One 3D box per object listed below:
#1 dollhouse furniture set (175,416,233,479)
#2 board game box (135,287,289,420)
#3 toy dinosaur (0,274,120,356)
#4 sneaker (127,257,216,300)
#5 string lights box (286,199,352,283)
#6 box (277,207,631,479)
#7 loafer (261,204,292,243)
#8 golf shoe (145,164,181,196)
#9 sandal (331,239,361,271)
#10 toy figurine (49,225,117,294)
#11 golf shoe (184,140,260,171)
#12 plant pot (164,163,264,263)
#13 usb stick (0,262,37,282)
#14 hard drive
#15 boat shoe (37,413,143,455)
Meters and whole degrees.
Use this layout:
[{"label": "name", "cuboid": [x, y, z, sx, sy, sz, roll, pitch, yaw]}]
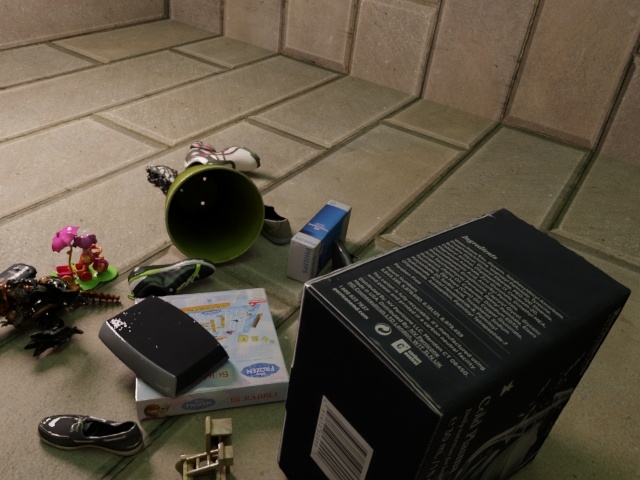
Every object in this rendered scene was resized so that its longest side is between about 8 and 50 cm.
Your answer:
[{"label": "dollhouse furniture set", "cuboid": [-0.199, 0.425, 0.965, 0.101, 0.161, 0.182, 0, 34, -12]}, {"label": "board game box", "cuboid": [-0.257, 0.243, 1.302, 0.318, 0.066, 0.318, -3, 36, -15]}, {"label": "toy dinosaur", "cuboid": [-0.639, 0.132, 1.326, 0.321, 0.165, 0.218, -20, 28, -29]}, {"label": "sneaker", "cuboid": [-0.382, 0.115, 1.480, 0.234, 0.084, 0.097, -10, 62, -23]}, {"label": "string lights box", "cuboid": [0.000, 0.000, 1.651, 0.076, 0.133, 0.260, 22, 36, 17]}, {"label": "box", "cuboid": [0.211, 0.257, 1.011, 0.471, 0.480, 0.297, -20, 45, -34]}, {"label": "loafer", "cuboid": [-0.179, -0.083, 1.776, 0.251, 0.088, 0.094, 31, 40, 30]}, {"label": "golf shoe", "cuboid": [-0.502, -0.206, 1.903, 0.093, 0.077, 0.198, -21, 45, -36]}, {"label": "sandal", "cuboid": [0.097, 0.100, 1.567, 0.054, 0.097, 0.255, -11, 50, -24]}, {"label": "toy figurine", "cuboid": [-0.614, 0.035, 1.453, 0.173, 0.159, 0.130, -10, 38, -26]}, {"label": "golf shoe", "cuboid": [-0.350, -0.273, 2.032, 0.272, 0.105, 0.120, 7, 49, 9]}, {"label": "plant pot", "cuboid": [-0.338, -0.113, 1.669, 0.274, 0.275, 0.293, -8, 22, -22]}, {"label": "usb stick", "cuboid": [-0.799, 0.142, 1.358, 0.077, 0.045, 0.278, 8, 32, 17]}, {"label": "hard drive", "cuboid": [-0.338, 0.215, 1.221, 0.254, 0.054, 0.172, 28, 40, 28]}, {"label": "boat shoe", "cuboid": [-0.444, 0.359, 1.096, 0.205, 0.065, 0.075, 9, 34, 2]}]
